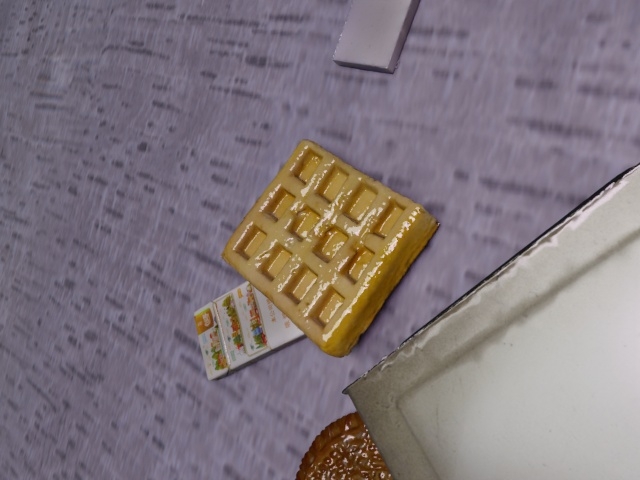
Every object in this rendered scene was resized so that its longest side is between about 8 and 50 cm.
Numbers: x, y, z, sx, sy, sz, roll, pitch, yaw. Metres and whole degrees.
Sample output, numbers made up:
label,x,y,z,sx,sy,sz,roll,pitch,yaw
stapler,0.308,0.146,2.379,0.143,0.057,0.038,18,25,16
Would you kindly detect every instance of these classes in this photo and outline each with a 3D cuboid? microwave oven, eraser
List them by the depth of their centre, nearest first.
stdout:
label,x,y,z,sx,sy,sz,roll,pitch,yaw
microwave oven,0.284,0.127,0.375,0.394,0.247,0.333,-43,60,22
eraser,0.086,-0.322,0.721,0.104,0.023,0.150,24,97,35

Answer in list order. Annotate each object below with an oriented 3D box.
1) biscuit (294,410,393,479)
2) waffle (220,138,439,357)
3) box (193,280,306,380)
label,x,y,z,sx,sy,sz,roll,pitch,yaw
biscuit,0.085,0.357,0.601,0.305,0.038,0.305,-6,79,34
waffle,0.000,0.000,0.687,0.248,0.055,0.221,36,92,32
box,-0.104,0.122,0.775,0.220,0.032,0.122,-31,65,27
